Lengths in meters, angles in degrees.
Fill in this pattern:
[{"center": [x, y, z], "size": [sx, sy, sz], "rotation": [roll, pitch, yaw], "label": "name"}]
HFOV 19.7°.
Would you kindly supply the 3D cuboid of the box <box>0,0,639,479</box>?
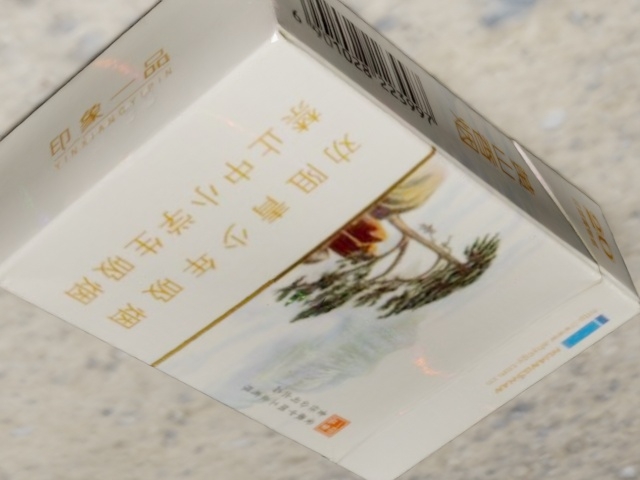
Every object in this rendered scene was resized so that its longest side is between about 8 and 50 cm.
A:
[{"center": [0.001, 0.000, 0.718], "size": [0.149, 0.067, 0.233], "rotation": [-35, 135, 23], "label": "box"}]
